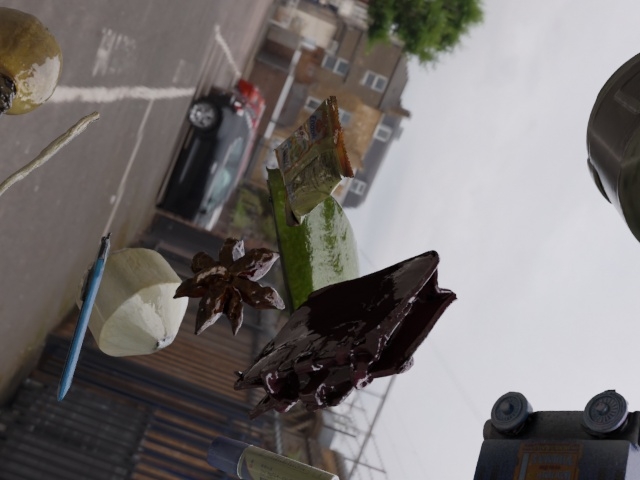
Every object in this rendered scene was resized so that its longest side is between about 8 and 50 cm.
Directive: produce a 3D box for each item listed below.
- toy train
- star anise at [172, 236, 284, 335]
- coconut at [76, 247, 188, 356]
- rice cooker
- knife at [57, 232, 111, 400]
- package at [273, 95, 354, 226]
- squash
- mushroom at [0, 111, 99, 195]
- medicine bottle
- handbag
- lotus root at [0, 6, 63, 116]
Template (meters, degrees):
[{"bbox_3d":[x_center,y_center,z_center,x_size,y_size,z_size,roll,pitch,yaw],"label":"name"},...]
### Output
[{"bbox_3d":[0.365,0.338,1.257,0.300,0.131,0.201,-13,-136,45],"label":"toy train"},{"bbox_3d":[-0.160,0.071,1.467,0.212,0.196,0.111,-104,-161,-53],"label":"star anise"},{"bbox_3d":[-0.359,0.127,1.618,0.222,0.202,0.202,50,-50,29],"label":"coconut"},{"bbox_3d":[0.593,-0.146,1.285,0.325,0.335,0.335,-80,-166,-63],"label":"rice cooker"},{"bbox_3d":[-0.404,0.128,1.411,0.044,0.026,0.296,2,-104,60],"label":"knife"},{"bbox_3d":[-0.010,-0.088,0.934,0.121,0.031,0.108,-39,-126,46],"label":"package"},{"bbox_3d":[0.000,0.000,1.095,0.169,0.093,0.252,-72,155,-69],"label":"squash"},{"bbox_3d":[-0.337,-0.091,0.974,0.286,0.028,0.025,-62,151,-56],"label":"mushroom"},{"bbox_3d":[-0.082,0.390,1.403,0.059,0.231,0.059,-36,131,-54],"label":"medicine bottle"},{"bbox_3d":[0.032,0.104,0.891,0.203,0.074,0.216,-24,-169,33],"label":"handbag"},{"bbox_3d":[-0.547,-0.300,1.436,0.310,0.183,0.182,-105,-144,-59],"label":"lotus root"}]
